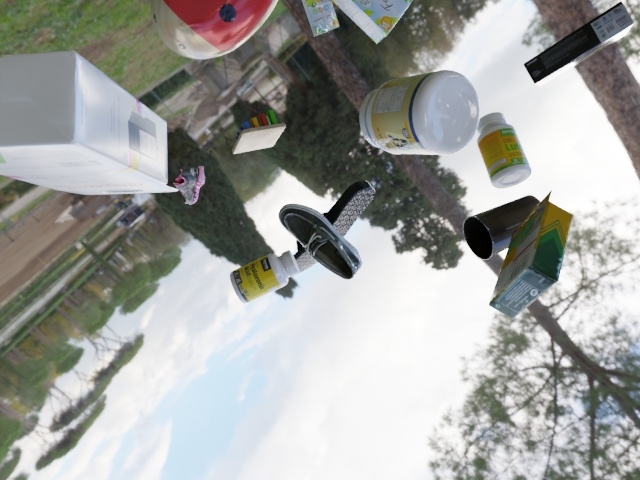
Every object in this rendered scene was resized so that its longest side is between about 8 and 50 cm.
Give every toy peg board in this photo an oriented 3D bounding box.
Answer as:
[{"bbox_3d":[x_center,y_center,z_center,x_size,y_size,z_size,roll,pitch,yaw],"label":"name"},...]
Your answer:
[{"bbox_3d":[-0.229,-0.386,1.724,0.160,0.079,0.161,-16,171,-26],"label":"toy peg board"}]

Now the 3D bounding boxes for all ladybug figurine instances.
[{"bbox_3d":[-0.268,-0.678,1.268,0.449,0.305,0.162,-46,-168,14],"label":"ladybug figurine"}]

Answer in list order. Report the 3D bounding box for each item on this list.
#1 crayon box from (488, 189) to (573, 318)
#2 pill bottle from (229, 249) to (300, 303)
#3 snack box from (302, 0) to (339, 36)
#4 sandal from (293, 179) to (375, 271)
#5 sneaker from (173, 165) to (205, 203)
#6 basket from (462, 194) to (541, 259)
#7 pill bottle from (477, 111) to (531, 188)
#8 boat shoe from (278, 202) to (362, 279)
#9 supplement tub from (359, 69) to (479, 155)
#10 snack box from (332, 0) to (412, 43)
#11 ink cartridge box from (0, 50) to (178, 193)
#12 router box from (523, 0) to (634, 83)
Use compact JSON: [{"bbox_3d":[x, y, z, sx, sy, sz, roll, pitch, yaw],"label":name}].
[{"bbox_3d":[0.587,0.036,1.352,0.323,0.083,0.203,-55,172,-38],"label":"crayon box"},{"bbox_3d":[-0.098,0.062,0.880,0.116,0.065,0.065,-25,-164,1],"label":"pill bottle"},{"bbox_3d":[0.000,-0.854,1.836,0.100,0.141,0.037,-25,-158,-9],"label":"snack box"},{"bbox_3d":[0.019,-0.052,1.750,0.446,0.107,0.167,-49,152,21],"label":"sandal"},{"bbox_3d":[-0.276,-0.114,1.007,0.057,0.047,0.119,-3,154,-29],"label":"sneaker"},{"bbox_3d":[0.621,-0.052,1.633,0.226,0.154,0.204,-24,169,-6],"label":"basket"},{"bbox_3d":[0.628,-0.318,1.708,0.136,0.136,0.246,-30,-119,38],"label":"pill bottle"},{"bbox_3d":[0.000,0.000,1.608,0.121,0.335,0.119,-53,-176,24],"label":"boat shoe"},{"bbox_3d":[0.279,-0.368,1.446,0.228,0.228,0.316,-46,-153,-14],"label":"supplement tub"},{"bbox_3d":[0.133,-0.660,1.288,0.175,0.207,0.070,-55,-165,-11],"label":"snack box"},{"bbox_3d":[-0.370,-0.153,0.749,0.206,0.119,0.353,-2,176,4],"label":"ink cartridge box"},{"bbox_3d":[0.841,-0.632,1.614,0.308,0.081,0.243,-30,178,29],"label":"router box"}]
